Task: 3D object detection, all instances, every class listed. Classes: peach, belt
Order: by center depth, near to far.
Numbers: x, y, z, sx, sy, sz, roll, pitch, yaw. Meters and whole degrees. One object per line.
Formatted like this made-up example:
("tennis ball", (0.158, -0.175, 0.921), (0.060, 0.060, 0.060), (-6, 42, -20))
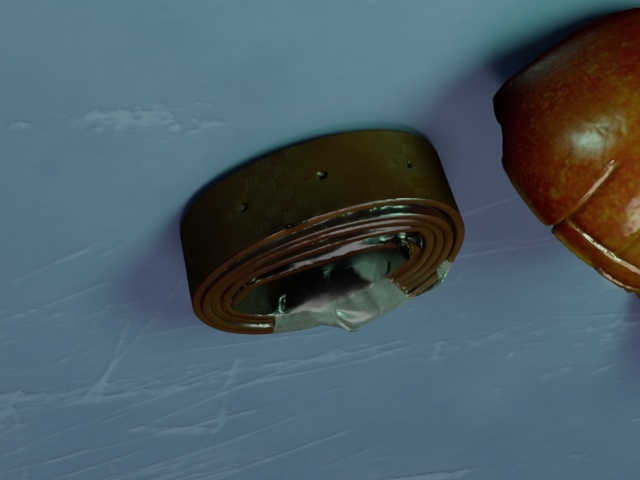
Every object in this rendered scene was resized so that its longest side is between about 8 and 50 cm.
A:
("peach", (0.283, -0.084, 1.317), (0.275, 0.248, 0.245), (25, 94, -23))
("belt", (0.000, 0.000, 1.422), (0.262, 0.105, 0.184), (-18, 144, 5))
